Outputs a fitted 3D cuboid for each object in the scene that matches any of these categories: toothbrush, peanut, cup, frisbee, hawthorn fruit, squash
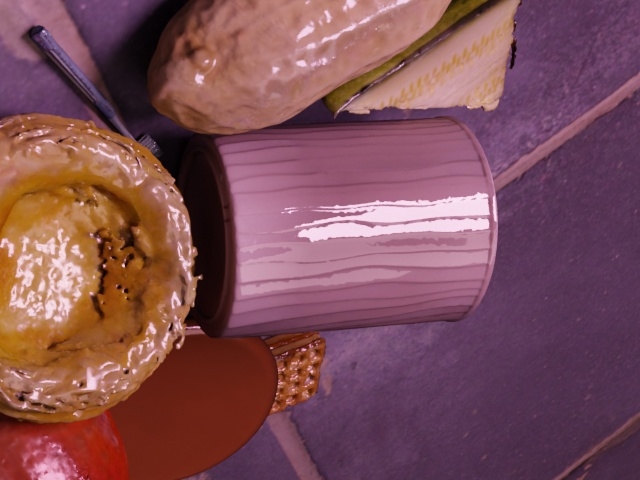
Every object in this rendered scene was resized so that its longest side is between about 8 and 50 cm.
[{"bbox_3d":[-0.197,-0.128,1.310,0.019,0.016,0.219,-43,144,-2],"label":"toothbrush"},{"bbox_3d":[-0.016,-0.197,1.308,0.313,0.152,0.152,-35,143,-12],"label":"peanut"},{"bbox_3d":[0.000,-0.018,1.444,0.273,0.288,0.208,-4,102,-22],"label":"cup"},{"bbox_3d":[-0.163,0.183,1.605,0.251,0.021,0.251,-13,132,-14],"label":"frisbee"},{"bbox_3d":[-0.291,0.244,1.362,0.276,0.307,0.276,-40,154,-24],"label":"hawthorn fruit"},{"bbox_3d":[0.079,-0.157,1.453,0.252,0.093,0.169,-36,150,-24],"label":"squash"}]

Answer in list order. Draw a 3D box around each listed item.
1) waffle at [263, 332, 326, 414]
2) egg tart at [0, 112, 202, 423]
[{"bbox_3d":[-0.066,0.161,1.698,0.148,0.042,0.102,-17,137,-31],"label":"waffle"},{"bbox_3d":[-0.247,0.024,1.275,0.288,0.118,0.288,0,90,-35],"label":"egg tart"}]
